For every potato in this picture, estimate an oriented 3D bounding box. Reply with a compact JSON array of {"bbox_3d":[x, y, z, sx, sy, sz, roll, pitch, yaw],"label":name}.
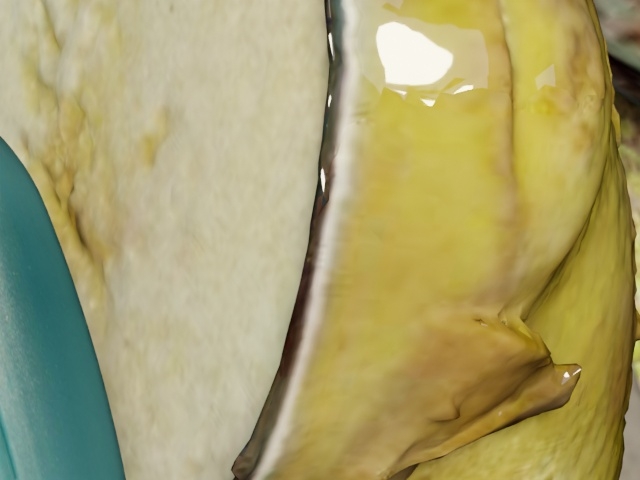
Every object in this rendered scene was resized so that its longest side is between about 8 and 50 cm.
[{"bbox_3d":[0.000,0.000,0.547,0.196,0.299,0.246,-3,47,-34],"label":"potato"}]

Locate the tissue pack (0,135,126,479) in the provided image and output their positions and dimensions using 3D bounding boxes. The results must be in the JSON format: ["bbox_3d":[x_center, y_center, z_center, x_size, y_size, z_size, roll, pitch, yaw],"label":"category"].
[{"bbox_3d":[-0.179,0.072,0.433,0.206,0.287,0.198,-7,77,-60],"label":"tissue pack"}]

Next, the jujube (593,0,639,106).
[{"bbox_3d":[0.177,-0.174,0.711,0.247,0.215,0.308,17,75,-26],"label":"jujube"}]
